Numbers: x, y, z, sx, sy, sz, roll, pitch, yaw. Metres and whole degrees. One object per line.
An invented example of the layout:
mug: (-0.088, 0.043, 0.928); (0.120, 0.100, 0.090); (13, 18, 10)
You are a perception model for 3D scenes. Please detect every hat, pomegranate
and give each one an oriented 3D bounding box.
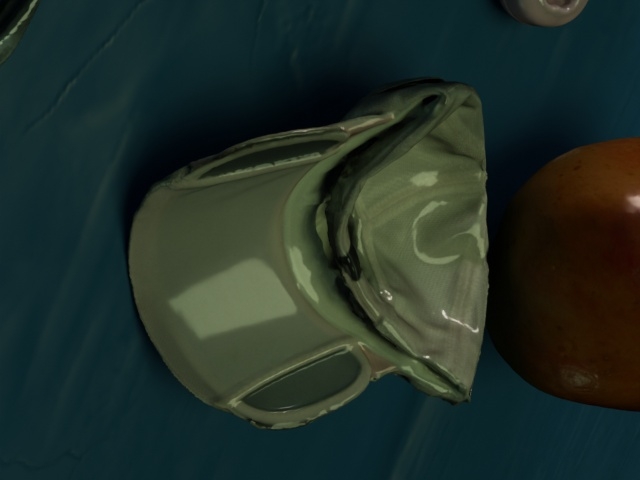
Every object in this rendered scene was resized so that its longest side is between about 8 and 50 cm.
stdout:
hat: (0.000, 0.000, 0.772); (0.226, 0.164, 0.219); (-3, 117, 2)
pomegranate: (0.218, 0.024, 0.885); (0.209, 0.209, 0.209); (-18, 119, -35)

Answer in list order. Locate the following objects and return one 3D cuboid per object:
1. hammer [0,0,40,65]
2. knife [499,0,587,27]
hammer: (-0.190, -0.187, 0.554); (0.103, 0.029, 0.246); (-22, 120, -33)
knife: (0.165, -0.311, 0.815); (0.081, 0.043, 0.336); (1, 102, -32)
